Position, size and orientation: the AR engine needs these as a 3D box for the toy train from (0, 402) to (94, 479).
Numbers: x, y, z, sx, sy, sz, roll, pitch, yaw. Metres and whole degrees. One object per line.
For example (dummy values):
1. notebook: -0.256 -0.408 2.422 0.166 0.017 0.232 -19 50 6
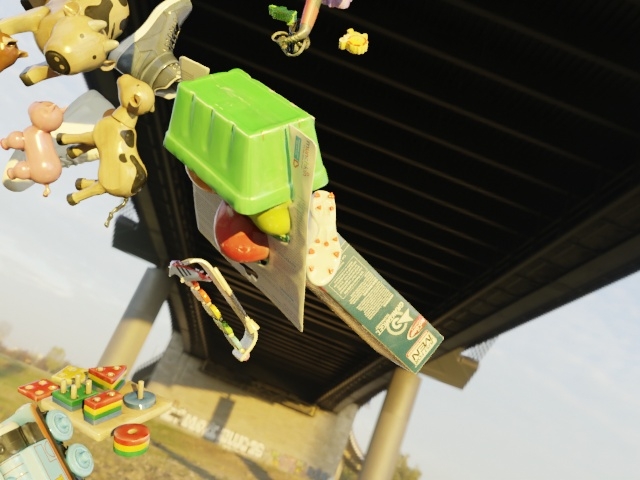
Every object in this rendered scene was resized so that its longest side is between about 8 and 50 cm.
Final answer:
1. toy train: -0.317 0.276 0.705 0.184 0.080 0.105 59 8 7

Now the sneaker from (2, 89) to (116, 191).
1. sneaker: -0.555 -0.196 1.332 0.123 0.290 0.106 41 -11 6

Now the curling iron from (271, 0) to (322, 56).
1. curling iron: -0.012 -0.380 0.895 0.068 0.274 0.035 -5 -30 39

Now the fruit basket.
1. fruit basket: -0.111 -0.074 0.962 0.327 0.165 0.353 39 -34 35

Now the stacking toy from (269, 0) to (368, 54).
1. stacking toy: -0.009 -0.442 1.086 0.221 0.052 0.167 26 -35 19

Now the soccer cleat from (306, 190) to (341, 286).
1. soccer cleat: 0.000 0.000 1.127 0.068 0.196 0.076 8 -29 -12

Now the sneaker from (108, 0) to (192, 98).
1. sneaker: -0.317 -0.410 1.319 0.163 0.226 0.086 38 -11 8

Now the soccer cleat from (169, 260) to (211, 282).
1. soccer cleat: -0.253 0.069 1.183 0.083 0.035 0.029 22 -1 -5

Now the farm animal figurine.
1. farm animal figurine: -0.313 -0.234 0.786 0.172 0.326 0.330 -11 -33 14

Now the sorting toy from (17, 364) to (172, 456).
1. sorting toy: -0.317 0.223 0.896 0.275 0.046 0.132 14 14 32

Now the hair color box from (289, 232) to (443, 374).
1. hair color box: 0.083 0.123 1.291 0.347 0.105 0.174 44 -10 -21

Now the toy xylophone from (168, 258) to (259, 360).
1. toy xylophone: -0.264 0.163 1.569 0.322 0.081 0.236 54 -16 -2
